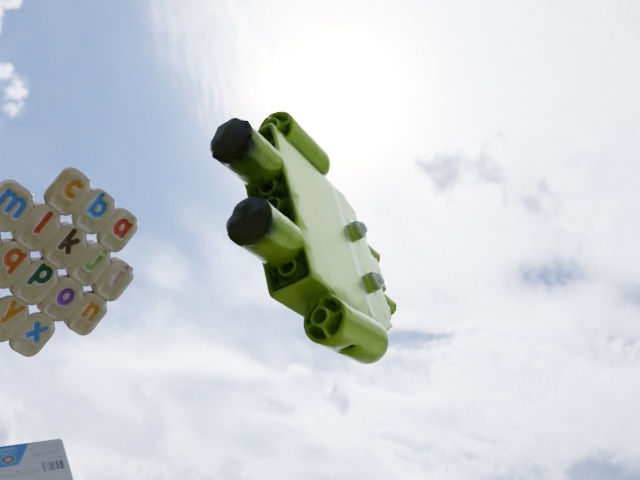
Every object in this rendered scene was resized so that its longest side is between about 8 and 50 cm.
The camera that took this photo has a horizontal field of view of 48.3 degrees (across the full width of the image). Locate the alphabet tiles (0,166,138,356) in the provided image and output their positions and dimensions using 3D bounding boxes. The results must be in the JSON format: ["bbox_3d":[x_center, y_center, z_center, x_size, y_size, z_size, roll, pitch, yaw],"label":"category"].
[{"bbox_3d":[-0.418,0.035,1.099,0.021,0.278,0.284,27,-14,41],"label":"alphabet tiles"}]

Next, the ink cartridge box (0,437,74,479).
[{"bbox_3d":[-0.392,0.369,0.981,0.180,0.104,0.060,56,-51,38],"label":"ink cartridge box"}]

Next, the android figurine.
[{"bbox_3d":[0.000,0.000,0.671,0.056,0.248,0.273,-28,-35,18],"label":"android figurine"}]
